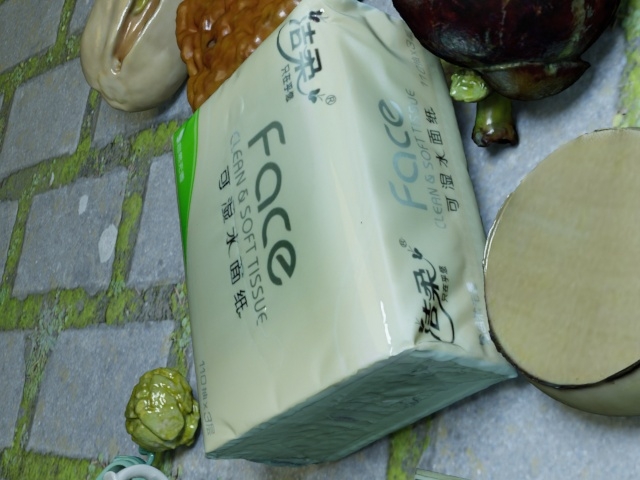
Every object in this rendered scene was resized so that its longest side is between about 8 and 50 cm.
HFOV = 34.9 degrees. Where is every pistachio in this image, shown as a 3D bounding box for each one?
[{"bbox_3d":[-0.276,-0.352,1.668,0.187,0.187,0.299,32,94,53],"label":"pistachio"}]

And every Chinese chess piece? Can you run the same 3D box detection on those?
[{"bbox_3d":[0.254,0.025,0.874,0.249,0.103,0.250,-27,54,45],"label":"Chinese chess piece"}]

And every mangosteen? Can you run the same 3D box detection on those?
[{"bbox_3d":[0.172,-0.228,1.009,0.231,0.231,0.289,53,140,48],"label":"mangosteen"}]

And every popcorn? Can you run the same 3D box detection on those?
[{"bbox_3d":[-0.212,0.233,1.393,0.106,0.116,0.121,20,97,10],"label":"popcorn"}]

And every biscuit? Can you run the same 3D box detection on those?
[{"bbox_3d":[-0.089,-0.342,1.466,0.318,0.110,0.312,-41,47,32],"label":"biscuit"}]

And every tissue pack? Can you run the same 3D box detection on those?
[{"bbox_3d":[0.000,0.000,1.086,0.331,0.205,0.405,-35,57,41],"label":"tissue pack"}]

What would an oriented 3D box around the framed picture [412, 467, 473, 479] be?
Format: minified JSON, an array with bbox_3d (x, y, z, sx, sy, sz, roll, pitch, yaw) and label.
[{"bbox_3d":[0.160,0.335,0.935,0.273,0.016,0.217,-4,73,51],"label":"framed picture"}]

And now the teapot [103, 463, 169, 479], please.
[{"bbox_3d":[-0.204,0.425,1.258,0.208,0.165,0.300,-48,51,46],"label":"teapot"}]

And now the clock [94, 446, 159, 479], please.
[{"bbox_3d":[-0.267,0.379,1.430,0.189,0.060,0.148,-53,40,23],"label":"clock"}]
